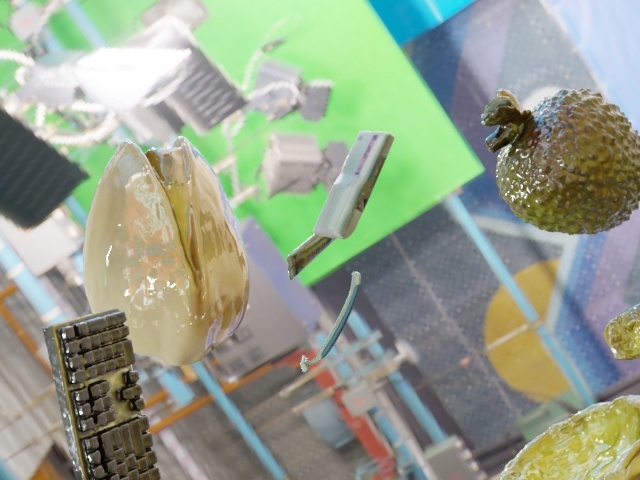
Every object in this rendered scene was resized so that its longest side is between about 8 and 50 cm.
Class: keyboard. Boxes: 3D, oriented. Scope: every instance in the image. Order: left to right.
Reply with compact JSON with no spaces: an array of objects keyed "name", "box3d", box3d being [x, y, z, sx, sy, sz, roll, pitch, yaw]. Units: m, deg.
[{"name":"keyboard","box3d":[-0.189,0.225,1.120,0.106,0.027,0.317,-15,-86,-54]}]

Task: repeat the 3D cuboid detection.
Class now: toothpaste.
[{"name":"toothpaste","box3d":[0.000,0.000,2.125,0.204,0.031,0.049,-41,-45,-42]}]

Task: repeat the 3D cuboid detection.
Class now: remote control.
[{"name":"remote control","box3d":[0.045,-0.078,1.637,0.065,0.166,0.029,10,161,46]}]

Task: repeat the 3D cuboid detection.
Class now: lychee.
[{"name":"lychee","box3d":[0.439,-0.143,2.154,0.319,0.270,0.270,16,-166,9]}]

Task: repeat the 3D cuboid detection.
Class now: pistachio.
[{"name":"pistachio","box3d":[-0.214,0.015,1.642,0.229,0.238,0.321,-4,-108,-26]}]

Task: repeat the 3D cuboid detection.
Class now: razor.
[{"name":"razor","box3d":[0.025,0.142,2.051,0.037,0.191,0.068,31,-177,-2]}]

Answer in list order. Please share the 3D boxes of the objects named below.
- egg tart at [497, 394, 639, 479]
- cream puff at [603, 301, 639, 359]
[{"name":"egg tart","box3d":[0.434,0.373,1.877,0.132,0.345,0.345,56,-163,-5]},{"name":"cream puff","box3d":[0.366,0.103,1.358,0.083,0.083,0.058,86,160,-71]}]
